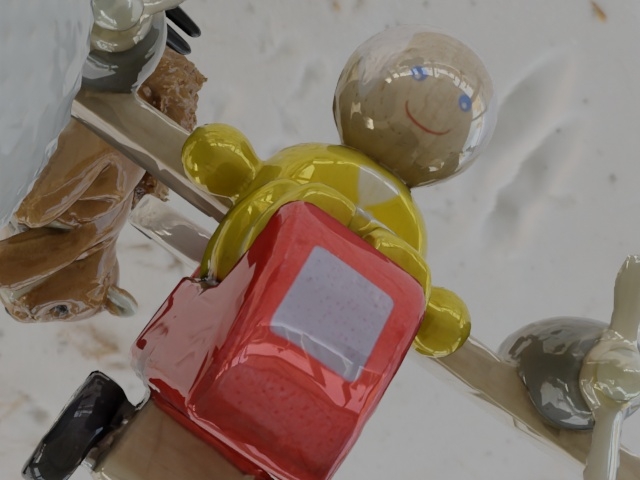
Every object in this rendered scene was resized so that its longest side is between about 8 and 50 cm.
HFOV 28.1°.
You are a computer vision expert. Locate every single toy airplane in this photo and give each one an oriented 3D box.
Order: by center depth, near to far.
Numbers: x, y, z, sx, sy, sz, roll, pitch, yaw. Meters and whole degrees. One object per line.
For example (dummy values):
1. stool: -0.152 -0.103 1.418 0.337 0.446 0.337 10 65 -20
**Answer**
1. toy airplane: 0.000 0.000 0.713 0.386 0.384 0.272 21 109 -49

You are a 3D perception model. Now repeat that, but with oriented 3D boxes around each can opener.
1. can opener: -0.204 -0.272 1.408 0.186 0.073 0.059 31 82 -33

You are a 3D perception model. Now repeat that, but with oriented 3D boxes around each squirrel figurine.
1. squirrel figurine: -0.300 -0.066 1.686 0.397 0.281 0.370 -41 147 -31

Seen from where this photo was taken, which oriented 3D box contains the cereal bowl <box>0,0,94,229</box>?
1. cereal bowl: -0.236 -0.054 0.503 0.339 0.339 0.141 -23 138 3
